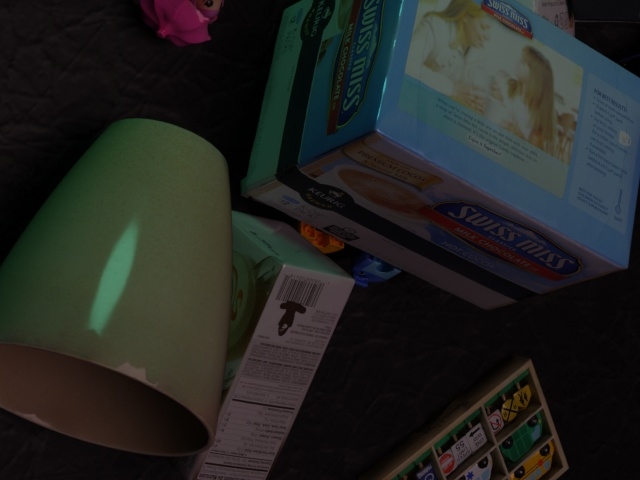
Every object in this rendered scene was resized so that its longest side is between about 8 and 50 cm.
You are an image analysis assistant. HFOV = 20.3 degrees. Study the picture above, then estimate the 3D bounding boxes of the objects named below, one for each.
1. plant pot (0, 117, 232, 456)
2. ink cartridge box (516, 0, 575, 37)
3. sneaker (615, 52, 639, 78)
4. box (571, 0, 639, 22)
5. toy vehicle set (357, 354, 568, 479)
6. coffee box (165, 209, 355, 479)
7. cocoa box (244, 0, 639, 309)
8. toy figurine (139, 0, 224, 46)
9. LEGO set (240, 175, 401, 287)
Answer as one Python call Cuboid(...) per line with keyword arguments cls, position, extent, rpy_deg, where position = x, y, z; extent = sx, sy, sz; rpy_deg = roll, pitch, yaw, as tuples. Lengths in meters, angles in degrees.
Cuboid(cls="plant pot", position=(-0.186, 0.031, 1.709), extent=(0.256, 0.256, 0.274), rpy_deg=(34, 61, -36))
Cuboid(cls="ink cartridge box", position=(0.244, -0.400, 2.001), extent=(0.175, 0.069, 0.371), rpy_deg=(-20, 115, -66))
Cuboid(cls="sneaker", position=(0.446, -0.222, 2.192), extent=(0.182, 0.127, 0.316), rpy_deg=(5, 96, -40))
Cuboid(cls="box", position=(0.331, -0.401, 2.004), extent=(0.261, 0.103, 0.184), rpy_deg=(72, 27, -44))
Cuboid(cls="toy vehicle set", position=(0.175, 0.277, 2.133), extent=(0.267, 0.035, 0.166), rpy_deg=(-36, 117, -27))
Cuboid(cls="coffee box", position=(-0.082, 0.111, 1.807), extent=(0.098, 0.141, 0.247), rpy_deg=(13, 108, -37))
Cuboid(cls="cocoa box", position=(0.139, -0.109, 1.857), extent=(0.347, 0.228, 0.231), rpy_deg=(27, 63, -29))
Cuboid(cls="toy figurine", position=(-0.119, -0.272, 1.790), extent=(0.173, 0.130, 0.159), rpy_deg=(-4, 116, -61))
Cuboid(cls="LEGO set", position=(0.000, 0.000, 1.932), extent=(0.227, 0.093, 0.087), rpy_deg=(21, 54, -33))
